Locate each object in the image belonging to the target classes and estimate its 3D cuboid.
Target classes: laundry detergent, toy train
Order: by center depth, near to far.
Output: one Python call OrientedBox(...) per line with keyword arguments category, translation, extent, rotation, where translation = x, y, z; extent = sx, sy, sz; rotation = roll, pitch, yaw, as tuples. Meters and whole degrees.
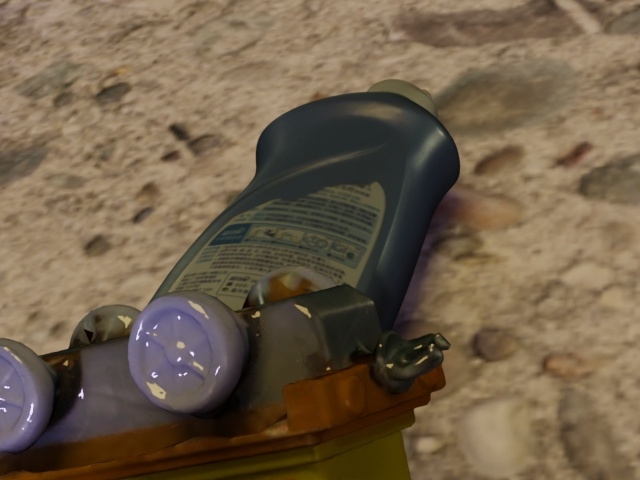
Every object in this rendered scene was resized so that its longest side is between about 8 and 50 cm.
OrientedBox(category="toy train", translation=(-0.047, 0.081, 0.664), extent=(0.219, 0.127, 0.089), rotation=(-14, -2, 29))
OrientedBox(category="laundry detergent", translation=(0.000, -0.001, 0.795), extent=(0.097, 0.061, 0.206), rotation=(1, 41, 30))
